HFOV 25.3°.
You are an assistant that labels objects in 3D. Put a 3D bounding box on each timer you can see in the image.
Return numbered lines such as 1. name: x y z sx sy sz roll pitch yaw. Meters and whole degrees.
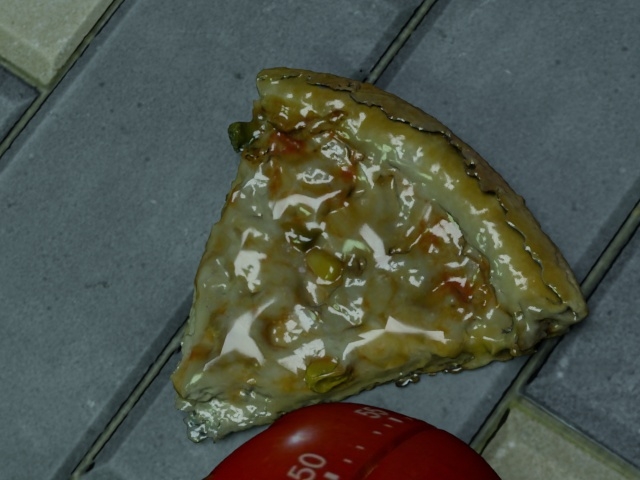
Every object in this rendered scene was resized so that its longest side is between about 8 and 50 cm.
1. timer: 0.018 0.327 1.198 0.279 0.378 0.378 23 77 25

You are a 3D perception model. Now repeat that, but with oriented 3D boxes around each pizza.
1. pizza: 0.024 -0.022 1.497 0.435 0.080 0.392 -15 67 7
